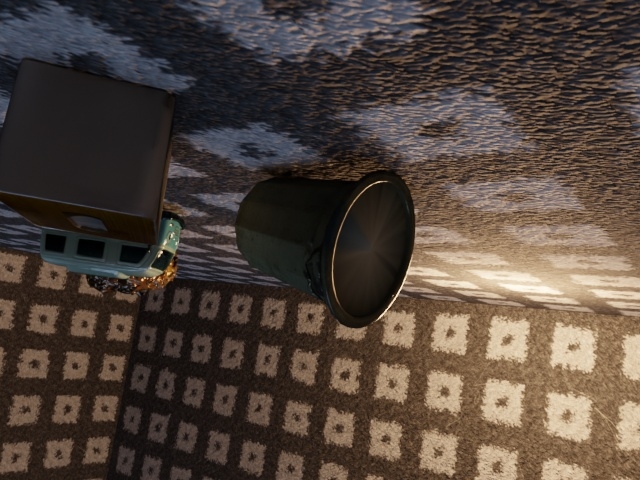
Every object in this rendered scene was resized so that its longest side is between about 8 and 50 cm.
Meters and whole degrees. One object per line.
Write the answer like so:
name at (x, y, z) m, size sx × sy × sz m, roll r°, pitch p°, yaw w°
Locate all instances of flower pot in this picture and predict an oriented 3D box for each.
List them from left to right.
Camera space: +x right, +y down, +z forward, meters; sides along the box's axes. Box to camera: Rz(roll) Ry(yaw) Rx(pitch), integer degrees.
flower pot at (0.000, 0.000, 0.808) m, size 0.203 × 0.212 × 0.212 m, roll 11°, pitch 175°, yaw 39°

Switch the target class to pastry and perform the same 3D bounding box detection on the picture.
pastry at (-0.510, 0.036, 1.538) m, size 0.275 × 0.192 × 0.275 m, roll -1°, pitch -165°, yaw 0°

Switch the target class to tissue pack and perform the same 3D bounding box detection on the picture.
tissue pack at (-0.260, -0.085, 0.667) m, size 0.160 × 0.135 × 0.246 m, roll 10°, pitch 171°, yaw -14°

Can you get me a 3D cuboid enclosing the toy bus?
toy bus at (-0.442, -0.003, 1.218) m, size 0.272 × 0.164 × 0.133 m, roll 8°, pitch 170°, yaw 1°
